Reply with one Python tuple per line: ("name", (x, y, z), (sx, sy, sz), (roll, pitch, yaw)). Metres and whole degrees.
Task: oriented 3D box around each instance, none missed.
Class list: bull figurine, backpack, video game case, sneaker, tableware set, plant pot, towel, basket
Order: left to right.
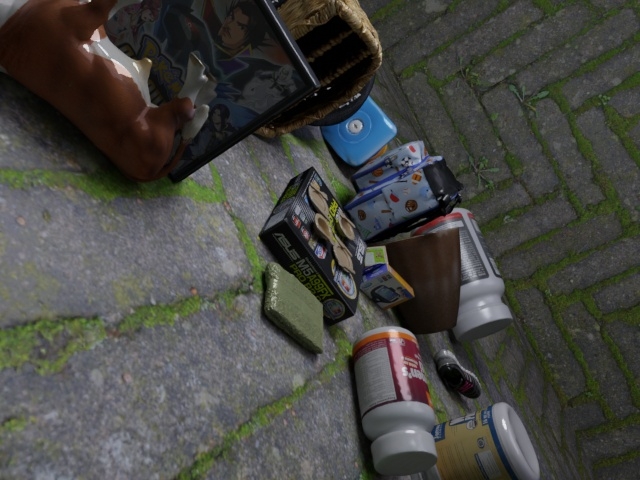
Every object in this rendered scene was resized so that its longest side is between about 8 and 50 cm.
("bull figurine", (-0.254, -0.201, 0.612), (0.310, 0.188, 0.101), (50, 3, -42))
("video game case", (-0.174, -0.254, 0.723), (0.275, 0.248, 0.035), (58, 21, -9))
("towel", (-0.040, 0.110, 0.880), (0.148, 0.027, 0.110), (46, 28, -37))
("basket", (-0.032, -0.316, 1.042), (0.213, 0.299, 0.223), (48, 23, -32))
("tableware set", (0.024, -0.024, 1.027), (0.141, 0.020, 0.169), (46, 26, -34))
("backpack", (0.186, -0.111, 1.327), (0.213, 0.263, 0.276), (58, 21, 4))
("plant pot", (0.251, 0.102, 1.328), (0.215, 0.215, 0.231), (-8, 85, -67))
("sneaker", (0.350, 0.355, 1.395), (0.170, 0.063, 0.075), (48, 25, -18))

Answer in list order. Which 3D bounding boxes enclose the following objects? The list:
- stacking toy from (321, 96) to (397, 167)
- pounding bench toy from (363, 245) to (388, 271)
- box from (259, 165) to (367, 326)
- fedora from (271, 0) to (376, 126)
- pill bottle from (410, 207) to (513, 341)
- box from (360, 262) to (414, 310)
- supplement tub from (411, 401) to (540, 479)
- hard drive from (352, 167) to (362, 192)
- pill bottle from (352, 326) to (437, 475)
("stacking toy", (0.132, -0.271, 1.579), (0.175, 0.165, 0.302), (53, 7, 18))
("pounding bench toy", (0.108, 0.056, 1.243), (0.065, 0.083, 0.052), (85, 0, -50))
("box", (0.000, 0.000, 1.054), (0.216, 0.060, 0.270), (54, 23, -17))
("fedora", (-0.039, -0.425, 1.302), (0.334, 0.334, 0.152), (55, -12, -15))
("pill bottle", (0.423, 0.103, 1.658), (0.210, 0.210, 0.363), (27, 41, -55))
("box", (0.139, 0.100, 1.211), (0.136, 0.081, 0.028), (41, 30, -40))
("supplement tub", (0.273, 0.393, 0.997), (0.144, 0.199, 0.144), (48, 25, -31))
("hard drive", (0.177, -0.119, 1.590), (0.254, 0.054, 0.172), (-2, 66, -66))
("pill bottle", (0.124, 0.267, 0.927), (0.121, 0.121, 0.221), (42, 29, -39))
